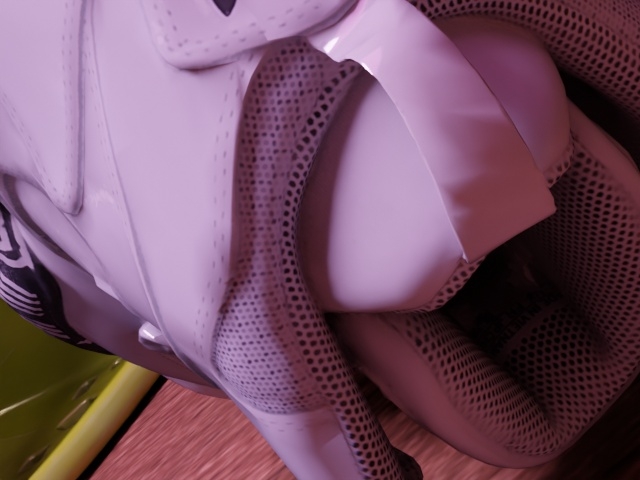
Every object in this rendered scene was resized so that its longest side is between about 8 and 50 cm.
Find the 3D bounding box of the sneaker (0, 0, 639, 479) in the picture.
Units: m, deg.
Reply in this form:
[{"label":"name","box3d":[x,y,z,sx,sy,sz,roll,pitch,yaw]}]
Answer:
[{"label":"sneaker","box3d":[0.000,0.000,0.507,0.137,0.210,0.366,-44,-26,-9]}]

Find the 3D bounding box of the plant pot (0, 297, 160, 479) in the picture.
[{"label":"plant pot","box3d":[-0.231,0.060,1.038,0.207,0.228,0.227,-44,7,41]}]
